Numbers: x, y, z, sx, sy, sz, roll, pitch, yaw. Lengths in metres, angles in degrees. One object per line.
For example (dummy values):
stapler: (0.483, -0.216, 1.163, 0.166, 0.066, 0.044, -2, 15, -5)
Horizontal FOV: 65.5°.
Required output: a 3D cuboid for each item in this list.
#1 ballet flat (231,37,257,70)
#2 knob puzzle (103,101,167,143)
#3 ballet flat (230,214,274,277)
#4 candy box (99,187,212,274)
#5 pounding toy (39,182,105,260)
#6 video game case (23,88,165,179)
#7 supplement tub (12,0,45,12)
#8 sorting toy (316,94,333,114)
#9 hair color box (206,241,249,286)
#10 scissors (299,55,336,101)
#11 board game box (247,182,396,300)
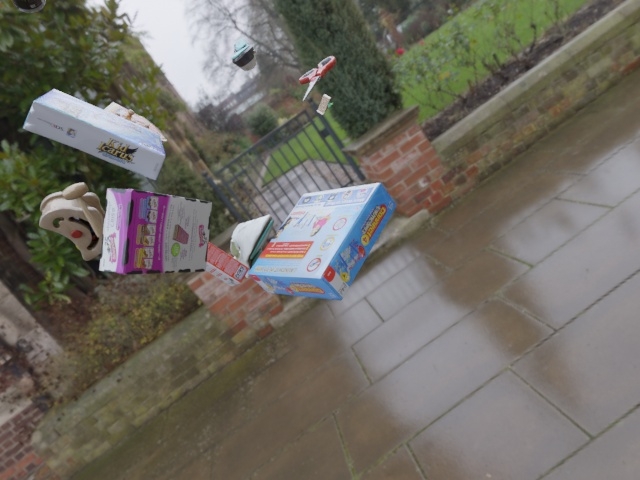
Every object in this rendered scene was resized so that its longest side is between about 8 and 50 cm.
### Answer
ballet flat: (-0.213, -0.529, 1.431, 0.074, 0.074, 0.203, -33, 31, 12)
knob puzzle: (-0.553, -0.354, 1.506, 0.030, 0.213, 0.213, -55, 6, 19)
ballet flat: (-0.265, 0.014, 1.804, 0.139, 0.139, 0.400, -43, -11, -29)
candy box: (-0.326, -0.014, 1.013, 0.071, 0.159, 0.233, 6, 0, 26)
pounding toy: (-0.680, -0.035, 1.377, 0.154, 0.269, 0.155, -15, 49, -11)
video game case: (-0.460, -0.229, 1.047, 0.061, 0.244, 0.269, -64, 27, 11)
supplement tub: (-1.084, -0.930, 1.803, 0.117, 0.117, 0.190, -40, 0, -18)
sorting toy: (0.018, -0.441, 1.631, 0.062, 0.012, 0.083, -63, 31, 16)
hair color box: (-0.283, 0.056, 1.339, 0.053, 0.167, 0.093, -60, 15, -22)
scissors: (-0.004, -0.386, 1.170, 0.109, 0.021, 0.297, -30, 23, 11)
board game box: (0.000, 0.000, 1.289, 0.308, 0.086, 0.302, -1, 49, 50)
